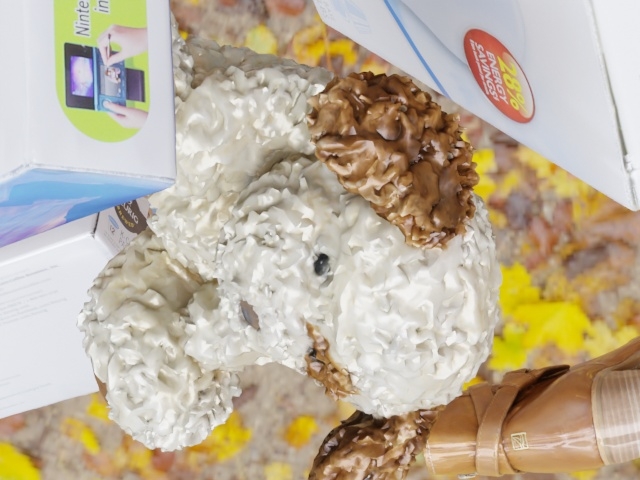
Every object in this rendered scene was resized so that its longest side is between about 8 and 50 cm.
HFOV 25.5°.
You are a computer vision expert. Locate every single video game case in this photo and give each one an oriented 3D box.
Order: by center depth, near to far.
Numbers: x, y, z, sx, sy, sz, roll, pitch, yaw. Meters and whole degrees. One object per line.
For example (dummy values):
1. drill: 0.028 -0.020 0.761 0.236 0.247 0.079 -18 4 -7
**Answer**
1. video game case: -0.160 -0.116 0.565 0.061 0.244 0.269 6 166 -40

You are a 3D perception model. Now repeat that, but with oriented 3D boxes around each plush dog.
1. plush dog: 0.000 0.000 0.699 0.211 0.225 0.262 -23 130 -27

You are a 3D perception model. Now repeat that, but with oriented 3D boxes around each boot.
1. boot: 0.204 0.153 1.237 0.220 0.283 0.109 -11 94 11

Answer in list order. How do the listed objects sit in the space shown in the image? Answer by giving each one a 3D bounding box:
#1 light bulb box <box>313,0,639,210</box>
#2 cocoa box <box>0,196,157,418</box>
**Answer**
1. light bulb box: 0.123 -0.269 0.848 0.225 0.361 0.358 -34 128 -13
2. cocoa box: -0.335 0.035 1.647 0.347 0.228 0.231 -18 130 19
